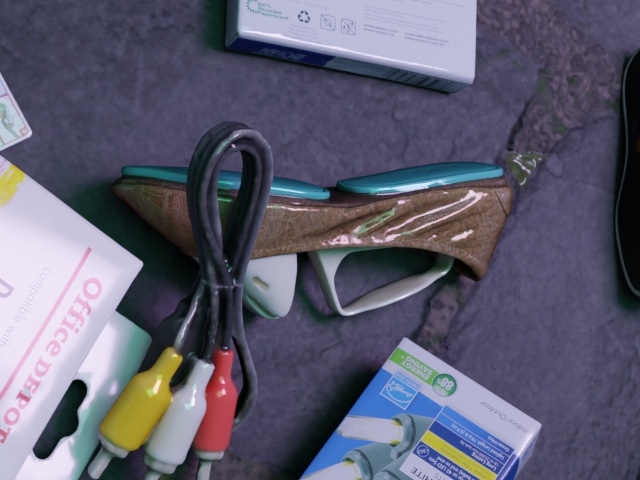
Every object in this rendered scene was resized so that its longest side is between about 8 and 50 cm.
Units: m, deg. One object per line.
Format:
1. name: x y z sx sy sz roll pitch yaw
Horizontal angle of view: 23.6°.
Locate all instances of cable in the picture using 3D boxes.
1. cable: -0.072 0.058 1.135 0.139 0.072 0.287 9 113 -39

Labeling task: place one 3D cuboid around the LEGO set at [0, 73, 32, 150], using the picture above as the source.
1. LEGO set: -0.318 -0.100 1.141 0.182 0.060 0.244 -29 92 -21

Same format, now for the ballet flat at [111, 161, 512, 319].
1. ballet flat: 0.000 0.000 1.236 0.342 0.116 0.124 -2 99 -27

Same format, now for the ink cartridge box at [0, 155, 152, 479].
1. ink cartridge box: -0.269 0.043 1.049 0.353 0.119 0.207 38 63 -21

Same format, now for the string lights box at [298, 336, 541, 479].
1. string lights box: 0.045 0.220 1.189 0.133 0.077 0.260 31 66 15

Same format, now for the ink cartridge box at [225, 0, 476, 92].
1. ink cartridge box: 0.031 -0.254 1.319 0.223 0.045 0.224 9 75 -21

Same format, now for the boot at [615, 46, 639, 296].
1. boot: 0.363 -0.049 1.396 0.176 0.088 0.244 14 71 -21
